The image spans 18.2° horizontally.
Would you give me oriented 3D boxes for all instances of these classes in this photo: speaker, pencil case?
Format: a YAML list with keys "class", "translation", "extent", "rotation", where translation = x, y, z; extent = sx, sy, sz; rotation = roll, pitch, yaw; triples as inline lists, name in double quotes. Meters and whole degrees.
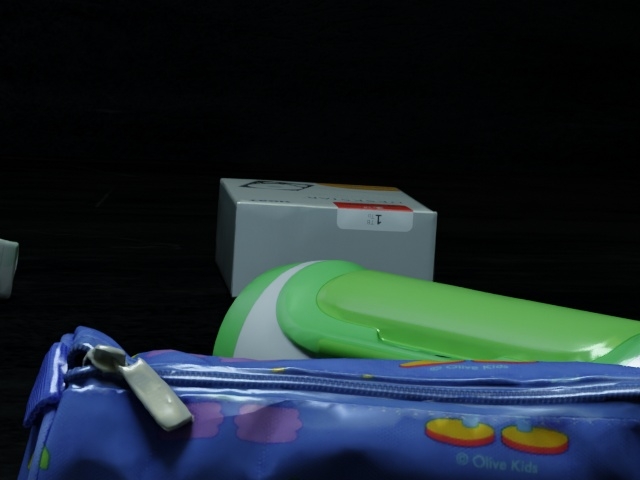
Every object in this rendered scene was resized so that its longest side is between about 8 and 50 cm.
- class: "speaker"
  translation: [0.083, 0.086, 1.013]
  extent: [0.296, 0.131, 0.131]
  rotation: [10, 9, 43]
- class: "pencil case"
  translation: [0.021, 0.100, 0.812]
  extent: [0.306, 0.133, 0.119]
  rotation: [4, 44, 0]

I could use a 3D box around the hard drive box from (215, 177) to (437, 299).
- class: "hard drive box"
  translation: [0.000, 0.000, 1.848]
  extent: [0.181, 0.089, 0.232]
  rotation: [3, 7, -8]

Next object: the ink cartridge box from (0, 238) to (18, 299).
- class: "ink cartridge box"
  translation: [-0.357, 0.008, 1.554]
  extent: [0.181, 0.056, 0.224]
  rotation: [6, -6, 11]
